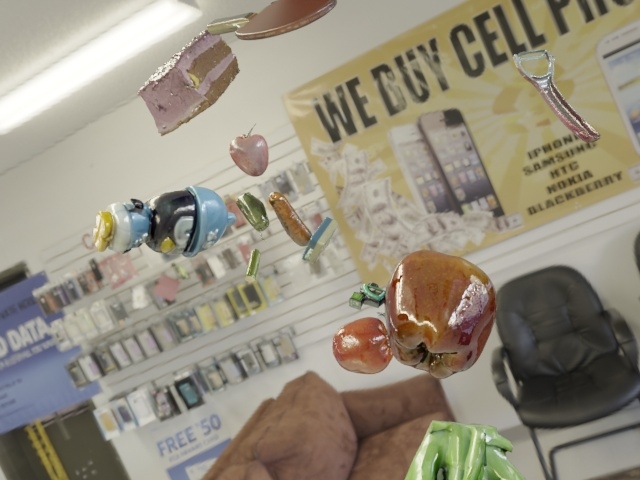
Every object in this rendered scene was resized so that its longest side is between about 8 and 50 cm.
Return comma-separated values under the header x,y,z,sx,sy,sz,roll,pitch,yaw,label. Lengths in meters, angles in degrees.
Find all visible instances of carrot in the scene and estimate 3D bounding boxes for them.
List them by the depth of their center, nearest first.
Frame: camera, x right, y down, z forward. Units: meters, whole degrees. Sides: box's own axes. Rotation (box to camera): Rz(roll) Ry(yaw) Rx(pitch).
x,y,z,sx,sy,sz,roll,pitch,yaw,label
-0.086,-0.058,1.751,0.060,0.186,0.060,-29,26,16,carrot

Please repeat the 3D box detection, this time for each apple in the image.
x,y,z,sx,sy,sz,roll,pitch,yaw,label
0.302,0.180,1.622,0.288,0.288,0.317,-22,38,41,apple

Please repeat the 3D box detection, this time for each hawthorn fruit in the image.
x,y,z,sx,sy,sz,roll,pitch,yaw,label
0.092,0.243,1.447,0.137,0.133,0.133,-11,6,9,hawthorn fruit

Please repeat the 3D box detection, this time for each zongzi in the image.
x,y,z,sx,sy,sz,roll,pitch,yaw,label
-0.156,-0.055,1.738,0.062,0.154,0.130,-39,-23,6,zongzi

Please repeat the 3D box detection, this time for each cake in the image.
x,y,z,sx,sy,sz,roll,pitch,yaw,label
-0.236,-0.330,1.253,0.112,0.116,0.295,-18,30,32,cake

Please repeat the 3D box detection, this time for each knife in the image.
x,y,z,sx,sy,sz,roll,pitch,yaw,label
0.559,-0.329,1.470,0.123,0.278,0.053,-17,-25,-20,knife

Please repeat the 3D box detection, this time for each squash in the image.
x,y,z,sx,sy,sz,roll,pitch,yaw,label
-0.156,0.055,1.473,0.027,0.027,0.083,-22,44,37,squash

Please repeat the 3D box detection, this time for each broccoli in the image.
x,y,z,sx,sy,sz,roll,pitch,yaw,label
0.207,0.374,0.811,0.307,0.275,0.308,1,-8,0,broccoli

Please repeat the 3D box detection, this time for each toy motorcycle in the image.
x,y,z,sx,sy,sz,roll,pitch,yaw,label
0.183,0.188,1.924,0.173,0.058,0.100,19,47,20,toy motorcycle

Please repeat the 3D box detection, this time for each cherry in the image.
x,y,z,sx,sy,sz,roll,pitch,yaw,label
-0.187,-0.235,1.711,0.106,0.126,0.087,-31,6,24,cherry

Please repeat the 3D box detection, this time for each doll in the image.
x,y,z,sx,sy,sz,roll,pitch,yaw,label
-0.325,-0.033,1.375,0.314,0.141,0.177,-9,-35,-35,doll

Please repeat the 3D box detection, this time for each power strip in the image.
x,y,z,sx,sy,sz,roll,pitch,yaw,label
0.000,0.000,1.300,0.056,0.032,0.123,-66,-6,28,power strip

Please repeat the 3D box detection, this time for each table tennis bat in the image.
x,y,z,sx,sy,sz,roll,pitch,yaw,label
-0.075,-0.310,0.885,0.220,0.019,0.130,5,43,37,table tennis bat
